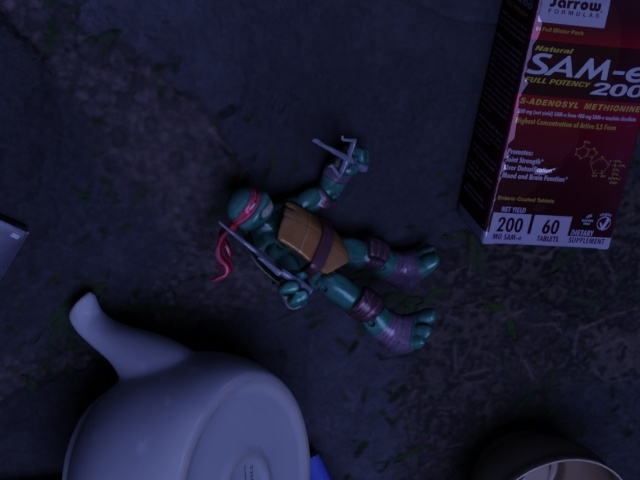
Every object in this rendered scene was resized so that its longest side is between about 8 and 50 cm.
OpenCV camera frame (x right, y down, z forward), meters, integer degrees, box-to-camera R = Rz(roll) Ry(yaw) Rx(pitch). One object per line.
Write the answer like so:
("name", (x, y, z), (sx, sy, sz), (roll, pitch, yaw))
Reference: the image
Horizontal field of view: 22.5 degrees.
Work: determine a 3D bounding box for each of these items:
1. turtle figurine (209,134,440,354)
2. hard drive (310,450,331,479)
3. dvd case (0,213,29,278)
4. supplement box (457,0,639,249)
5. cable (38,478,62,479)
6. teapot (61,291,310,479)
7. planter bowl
("turtle figurine", (0.000, 0.000, 1.388), (0.234, 0.118, 0.175), (33, 62, -29))
("hard drive", (-0.030, 0.389, 1.516), (0.210, 0.040, 0.319), (-25, 89, -4))
("dvd case", (-0.371, 0.048, 1.347), (0.164, 0.018, 0.221), (27, 105, -27))
("supplement box", (0.213, -0.115, 1.417), (0.130, 0.073, 0.239), (2, 114, -18))
("cable", (-0.343, 0.241, 1.447), (0.287, 0.072, 0.140), (-12, 102, -25))
("teapot", (-0.138, 0.215, 1.408), (0.252, 0.187, 0.256), (48, 53, -50))
("planter bowl", (0.211, 0.255, 1.578), (0.162, 0.109, 0.162), (-7, 117, -13))
